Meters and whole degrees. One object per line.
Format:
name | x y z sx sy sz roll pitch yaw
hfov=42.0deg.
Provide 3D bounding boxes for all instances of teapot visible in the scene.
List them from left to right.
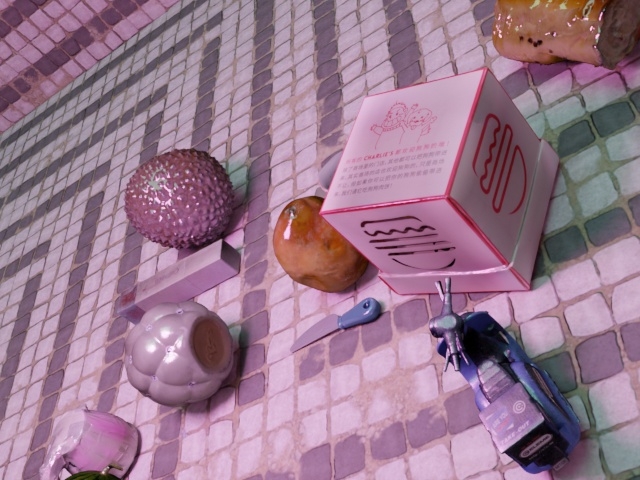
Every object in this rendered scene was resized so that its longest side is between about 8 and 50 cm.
teapot | -0.556 0.496 1.951 0.221 0.178 0.163 -52 36 -4

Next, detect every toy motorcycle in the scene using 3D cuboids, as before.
toy motorcycle | 0.282 0.214 1.340 0.125 0.212 0.358 -41 37 10

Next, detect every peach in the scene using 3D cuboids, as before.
peach | 0.000 0.000 1.807 0.214 0.235 0.214 -21 54 31

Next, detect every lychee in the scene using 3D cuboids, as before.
lychee | -0.378 -0.104 2.253 0.300 0.300 0.300 -26 41 26

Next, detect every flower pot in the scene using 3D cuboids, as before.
flower pot | -0.315 0.254 1.885 0.195 0.246 0.246 -20 45 34

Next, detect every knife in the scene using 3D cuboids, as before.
knife | 0.027 0.180 1.790 0.244 0.032 0.058 -27 43 32

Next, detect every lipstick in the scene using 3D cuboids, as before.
lipstick | -0.377 0.113 2.204 0.371 0.080 0.076 -27 40 26

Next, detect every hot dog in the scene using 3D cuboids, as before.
hot dog | 0.548 -0.517 1.771 0.367 0.196 0.365 -50 38 -13

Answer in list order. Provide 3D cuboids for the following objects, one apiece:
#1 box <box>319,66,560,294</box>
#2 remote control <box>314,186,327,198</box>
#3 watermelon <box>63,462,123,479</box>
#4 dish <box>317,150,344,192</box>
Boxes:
box | 0.232 -0.101 1.604 0.314 0.300 0.312 -6 54 42
remote control | 0.101 -0.140 1.992 0.285 0.038 0.123 -26 42 26
watermelon | -0.496 0.580 1.800 0.188 0.188 0.214 5 79 47
dish | 0.106 -0.121 1.880 0.234 0.064 0.154 25 58 25
